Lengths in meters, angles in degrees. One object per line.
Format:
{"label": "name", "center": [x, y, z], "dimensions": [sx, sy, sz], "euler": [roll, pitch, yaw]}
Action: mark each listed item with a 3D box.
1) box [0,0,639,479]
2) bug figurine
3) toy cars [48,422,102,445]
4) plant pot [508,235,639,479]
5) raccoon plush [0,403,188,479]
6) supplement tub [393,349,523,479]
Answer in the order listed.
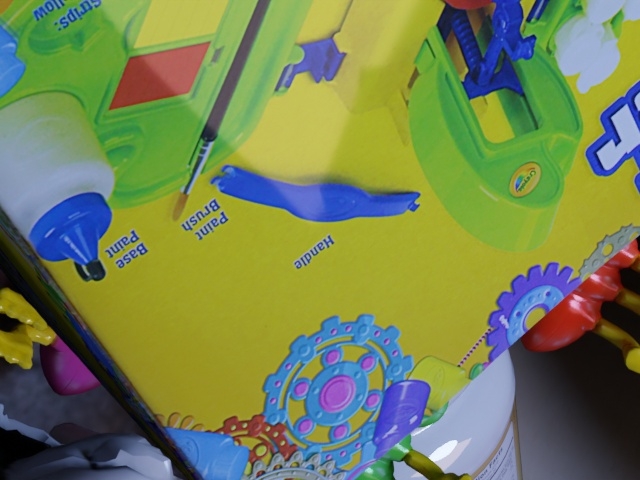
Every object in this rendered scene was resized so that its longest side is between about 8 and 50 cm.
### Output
{"label": "box", "center": [-0.005, -0.128, 0.503], "dimensions": [0.290, 0.177, 0.279], "euler": [-39, 127, -11]}
{"label": "bug figurine", "center": [0.000, 0.000, 0.705], "dimensions": [0.216, 0.279, 0.072], "euler": [-57, -164, 10]}
{"label": "toy cars", "center": [-0.047, 0.220, 0.791], "dimensions": [0.087, 0.176, 0.393], "euler": [-43, 153, -20]}
{"label": "plant pot", "center": [0.193, 0.009, 1.022], "dimensions": [0.274, 0.257, 0.256], "euler": [-59, 152, -48]}
{"label": "raccoon plush", "center": [-0.238, 0.164, 0.519], "dimensions": [0.299, 0.446, 0.216], "euler": [-165, -119, -83]}
{"label": "supplement tub", "center": [0.022, 0.102, 0.867], "dimensions": [0.144, 0.144, 0.199], "euler": [-47, 143, -33]}
